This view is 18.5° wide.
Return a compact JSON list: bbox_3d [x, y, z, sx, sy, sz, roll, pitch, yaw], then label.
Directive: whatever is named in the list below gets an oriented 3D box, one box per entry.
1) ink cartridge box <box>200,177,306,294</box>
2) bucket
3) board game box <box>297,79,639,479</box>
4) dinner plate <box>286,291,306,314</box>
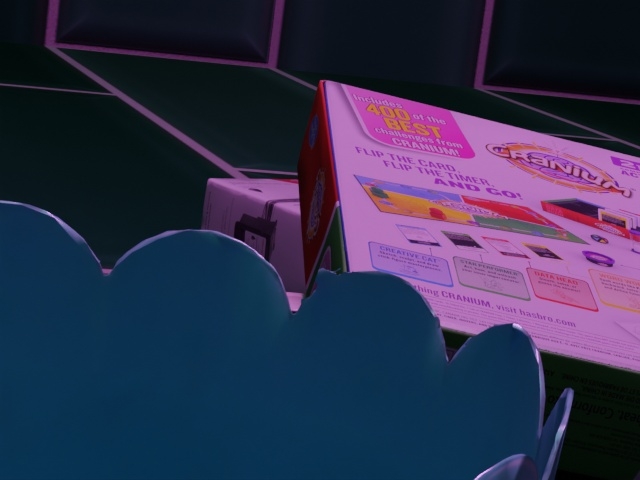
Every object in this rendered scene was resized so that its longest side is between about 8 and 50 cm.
[{"bbox_3d":[0.000,0.000,1.391,0.109,0.063,0.150,0,12,-36],"label":"ink cartridge box"},{"bbox_3d":[-0.083,0.101,0.448,0.281,0.183,0.281,7,11,-1],"label":"bucket"},{"bbox_3d":[0.113,0.019,1.090,0.242,0.064,0.316,13,23,-8],"label":"board game box"},{"bbox_3d":[-0.017,0.046,1.125,0.141,0.017,0.141,4,-13,1],"label":"dinner plate"}]
